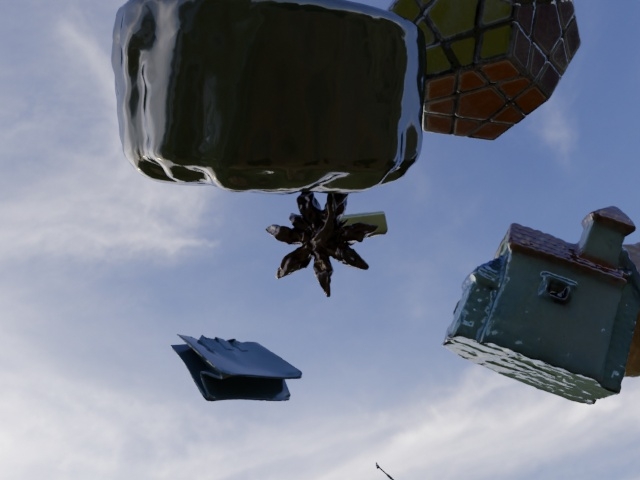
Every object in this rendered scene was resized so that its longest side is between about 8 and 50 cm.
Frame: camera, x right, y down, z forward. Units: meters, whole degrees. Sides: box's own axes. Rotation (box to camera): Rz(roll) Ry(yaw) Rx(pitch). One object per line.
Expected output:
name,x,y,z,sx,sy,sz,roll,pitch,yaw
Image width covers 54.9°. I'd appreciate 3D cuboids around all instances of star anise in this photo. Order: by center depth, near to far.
star anise,0.000,-0.001,0.864,0.168,0.167,0.057,-41,-16,16

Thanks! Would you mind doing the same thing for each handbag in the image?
handbag,-0.145,0.220,1.092,0.221,0.144,0.057,18,-75,-52

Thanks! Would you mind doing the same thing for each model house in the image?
model house,0.411,0.086,1.104,0.295,0.329,0.251,19,-12,12

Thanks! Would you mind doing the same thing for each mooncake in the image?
mooncake,-0.055,-0.159,0.713,0.357,0.356,0.194,1,-80,-18

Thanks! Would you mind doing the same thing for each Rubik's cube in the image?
Rubik's cube,0.234,-0.313,0.959,0.264,0.319,0.319,37,-68,-10

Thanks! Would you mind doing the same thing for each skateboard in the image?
skateboard,0.112,0.414,1.028,0.083,0.032,0.064,44,-89,6

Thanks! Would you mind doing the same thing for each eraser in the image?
eraser,0.048,-0.027,1.369,0.172,0.117,0.058,-7,-91,-25

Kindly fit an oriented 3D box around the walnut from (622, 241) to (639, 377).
walnut,0.700,0.162,1.372,0.333,0.332,0.332,-8,-50,-10
